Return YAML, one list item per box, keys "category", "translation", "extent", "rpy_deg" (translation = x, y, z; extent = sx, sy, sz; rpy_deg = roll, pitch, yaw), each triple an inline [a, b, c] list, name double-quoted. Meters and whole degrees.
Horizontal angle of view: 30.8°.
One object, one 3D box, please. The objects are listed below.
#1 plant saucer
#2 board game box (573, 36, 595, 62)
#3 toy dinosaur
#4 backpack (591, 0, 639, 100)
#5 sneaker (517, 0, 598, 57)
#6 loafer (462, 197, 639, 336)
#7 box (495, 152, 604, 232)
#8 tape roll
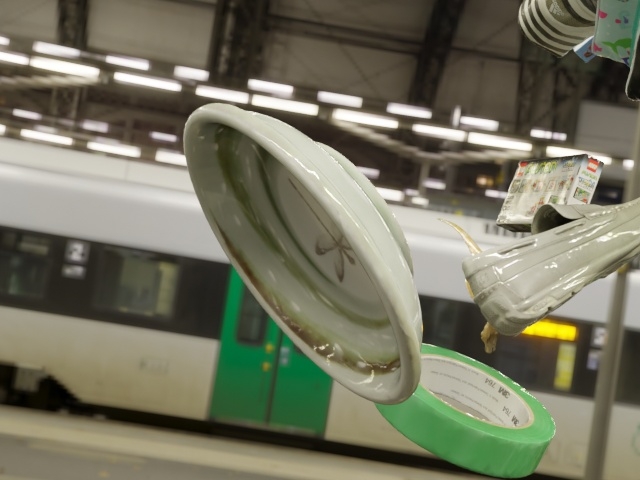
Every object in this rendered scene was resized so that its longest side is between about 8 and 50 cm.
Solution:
- category: "plant saucer"
  translation: [0.000, 0.000, 1.322]
  extent: [0.100, 0.400, 0.400]
  rpy_deg: [-37, 15, -21]
- category: "board game box"
  translation: [0.509, -0.421, 1.979]
  extent: [0.039, 0.160, 0.211]
  rpy_deg: [33, -58, -27]
- category: "toy dinosaur"
  translation: [0.212, 0.044, 1.434]
  extent: [0.092, 0.183, 0.053]
  rpy_deg: [-2, -23, -32]
- category: "backpack"
  translation: [0.389, -0.265, 1.138]
  extent: [0.191, 0.253, 0.225]
  rpy_deg: [34, -18, 22]
- category: "sneaker"
  translation: [0.482, -0.426, 1.815]
  extent: [0.447, 0.169, 0.257]
  rpy_deg: [-26, 3, -27]
- category: "loafer"
  translation: [0.301, -0.002, 1.363]
  extent: [0.319, 0.111, 0.112]
  rpy_deg: [-27, -14, -32]
- category: "box"
  translation: [0.344, -0.069, 1.761]
  extent: [0.036, 0.114, 0.207]
  rpy_deg: [24, -6, -16]
- category: "tape roll"
  translation: [0.248, 0.291, 2.029]
  extent: [0.321, 0.077, 0.321]
  rpy_deg: [21, 17, -7]
